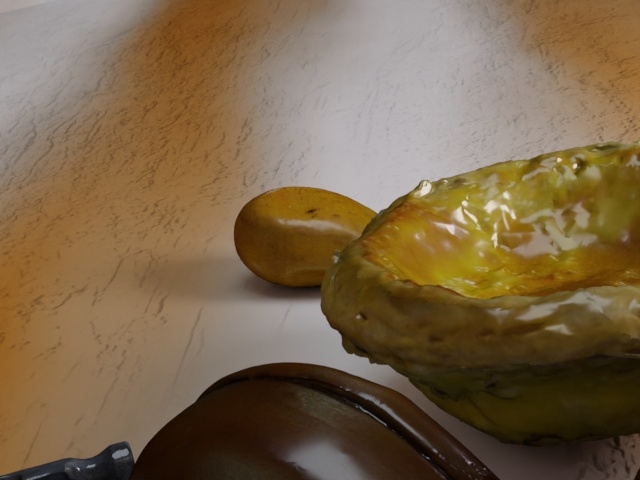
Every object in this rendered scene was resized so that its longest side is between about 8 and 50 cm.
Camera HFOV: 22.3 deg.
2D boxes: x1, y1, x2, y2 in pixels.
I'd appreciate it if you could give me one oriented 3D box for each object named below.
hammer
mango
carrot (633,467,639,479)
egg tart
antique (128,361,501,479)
[{"bbox_3d":[-0.178,0.168,1.042,0.137,0.037,0.290,-15,-1,-11],"label":"hammer"},{"bbox_3d":[0.000,-0.003,1.528,0.165,0.089,0.115,1,22,8],"label":"mango"},{"bbox_3d":[0.206,0.186,1.040,0.042,0.042,0.170,3,20,20],"label":"carrot"},{"bbox_3d":[0.194,0.041,1.212,0.387,0.169,0.388,-12,16,4],"label":"egg tart"},{"bbox_3d":[-0.008,0.179,0.843,0.129,0.223,0.278,-39,9,-36],"label":"antique"}]
